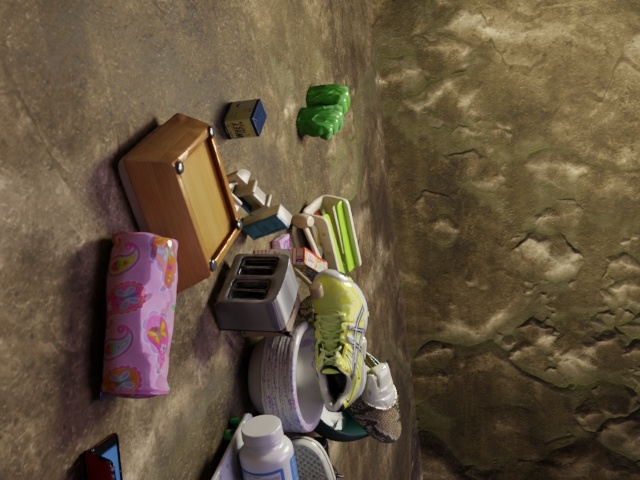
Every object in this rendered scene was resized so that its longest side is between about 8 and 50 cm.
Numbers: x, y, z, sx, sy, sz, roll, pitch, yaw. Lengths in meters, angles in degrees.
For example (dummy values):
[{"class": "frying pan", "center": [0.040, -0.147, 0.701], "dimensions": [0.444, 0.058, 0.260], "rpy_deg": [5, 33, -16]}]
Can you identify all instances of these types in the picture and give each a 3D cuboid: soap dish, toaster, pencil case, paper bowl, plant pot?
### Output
[{"class": "soap dish", "center": [-0.262, -0.078, 1.308], "dimensions": [0.229, 0.118, 0.291], "rpy_deg": [-65, 146, -56]}, {"class": "toaster", "center": [-0.142, 0.125, 1.549], "dimensions": [0.168, 0.185, 0.110], "rpy_deg": [-73, 158, -45]}, {"class": "pencil case", "center": [-0.309, 0.128, 1.139], "dimensions": [0.124, 0.124, 0.284], "rpy_deg": [26, 63, -70]}, {"class": "paper bowl", "center": [-0.090, 0.351, 1.732], "dimensions": [0.284, 0.148, 0.284], "rpy_deg": [-3, 90, -72]}, {"class": "plant pot", "center": [0.052, 0.491, 2.031], "dimensions": [0.195, 0.290, 0.290], "rpy_deg": [121, -13, -46]}]

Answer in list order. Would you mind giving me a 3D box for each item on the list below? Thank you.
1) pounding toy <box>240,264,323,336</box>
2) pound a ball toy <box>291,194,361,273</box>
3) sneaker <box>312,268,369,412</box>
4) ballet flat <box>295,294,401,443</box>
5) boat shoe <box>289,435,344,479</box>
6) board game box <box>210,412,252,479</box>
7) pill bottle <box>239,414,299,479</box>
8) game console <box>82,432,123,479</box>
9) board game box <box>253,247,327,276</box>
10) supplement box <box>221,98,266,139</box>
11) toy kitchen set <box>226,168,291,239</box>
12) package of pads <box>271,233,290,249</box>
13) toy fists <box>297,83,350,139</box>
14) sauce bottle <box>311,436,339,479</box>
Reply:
[{"class": "pounding toy", "center": [-0.087, 0.153, 1.677], "dimensions": [0.181, 0.206, 0.094], "rpy_deg": [-71, 152, -50]}, {"class": "pound a ball toy", "center": [0.000, 0.000, 2.161], "dimensions": [0.208, 0.135, 0.319], "rpy_deg": [-43, 132, -35]}, {"class": "sneaker", "center": [0.050, 0.263, 1.719], "dimensions": [0.147, 0.145, 0.385], "rpy_deg": [-49, 131, -67]}, {"class": "ballet flat", "center": [0.092, 0.348, 1.904], "dimensions": [0.164, 0.182, 0.483], "rpy_deg": [-19, 64, -43]}, {"class": "boat shoe", "center": [-0.031, 0.688, 1.829], "dimensions": [0.156, 0.186, 0.500], "rpy_deg": [-78, 163, -52]}, {"class": "board game box", "center": [-0.201, 0.662, 1.493], "dimensions": [0.390, 0.050, 0.390], "rpy_deg": [-61, 144, -60]}, {"class": "pill bottle", "center": [-0.115, 0.513, 1.501], "dimensions": [0.124, 0.124, 0.222], "rpy_deg": [-46, 131, -67]}, {"class": "game console", "center": [-0.330, 0.402, 1.079], "dimensions": [0.085, 0.124, 0.144], "rpy_deg": [-10, 97, -46]}, {"class": "board game box", "center": [-0.078, 0.064, 1.818], "dimensions": [0.193, 0.146, 0.045], "rpy_deg": [37, 52, -68]}, {"class": "supplement box", "center": [-0.187, -0.298, 1.636], "dimensions": [0.056, 0.083, 0.083], "rpy_deg": [70, 24, -43]}, {"class": "toy kitchen set", "center": [-0.190, -0.044, 1.595], "dimensions": [0.207, 0.122, 0.166], "rpy_deg": [46, 41, -35]}, {"class": "package of pads", "center": [-0.112, 0.015, 1.908], "dimensions": [0.083, 0.032, 0.050], "rpy_deg": [-42, 129, -68]}, {"class": "toy fists", "center": [0.021, -0.431, 2.220], "dimensions": [0.279, 0.142, 0.096], "rpy_deg": [-72, 153, -47]}, {"class": "sauce bottle", "center": [0.010, 0.772, 2.051], "dimensions": [0.111, 0.111, 0.345], "rpy_deg": [-46, 129, -67]}]
